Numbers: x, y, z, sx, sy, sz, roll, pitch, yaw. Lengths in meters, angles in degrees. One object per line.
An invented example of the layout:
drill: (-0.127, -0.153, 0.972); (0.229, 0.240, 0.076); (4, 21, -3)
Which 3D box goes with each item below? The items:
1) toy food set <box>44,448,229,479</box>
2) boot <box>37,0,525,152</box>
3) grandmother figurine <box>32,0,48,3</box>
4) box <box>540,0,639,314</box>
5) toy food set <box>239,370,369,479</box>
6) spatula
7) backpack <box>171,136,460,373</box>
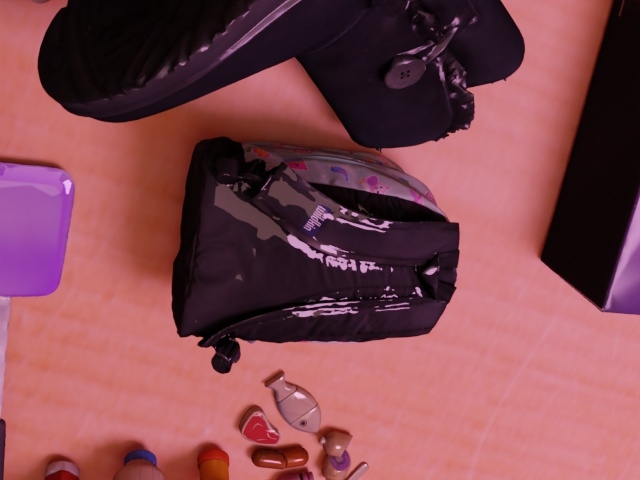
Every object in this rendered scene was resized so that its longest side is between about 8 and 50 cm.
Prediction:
toy food set: (-0.172, 0.229, 0.725); (0.232, 0.104, 0.111); (-29, 131, 18)
boot: (-0.008, -0.105, 0.580); (0.246, 0.094, 0.207); (-30, 147, 8)
grandmother figurine: (-0.074, -0.262, 0.540); (0.342, 0.104, 0.208); (-43, 88, 8)
box: (0.290, -0.079, 0.703); (0.184, 0.103, 0.261); (4, 110, -19)
toy food set: (-0.017, 0.164, 0.762); (0.078, 0.019, 0.122); (-42, 115, 4)
spatula: (-0.222, 0.094, 0.660); (0.084, 0.030, 0.297); (6, 97, -16)
backpack: (0.000, 0.000, 0.650); (0.182, 0.115, 0.152); (4, 122, -17)
